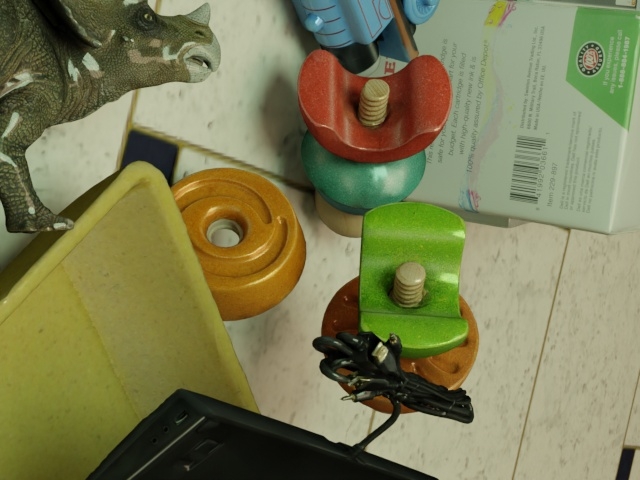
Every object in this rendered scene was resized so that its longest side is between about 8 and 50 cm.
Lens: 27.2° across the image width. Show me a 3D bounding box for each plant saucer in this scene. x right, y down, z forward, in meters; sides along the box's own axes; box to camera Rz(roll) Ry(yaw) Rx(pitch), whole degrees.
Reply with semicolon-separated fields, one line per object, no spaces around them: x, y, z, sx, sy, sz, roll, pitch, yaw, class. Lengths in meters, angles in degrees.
-0.163;0.173;0.722;0.333;0.081;0.333;-51;139;-34;plant saucer

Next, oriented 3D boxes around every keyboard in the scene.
-0.001;0.131;0.774;0.201;0.033;0.317;-40;149;11;keyboard

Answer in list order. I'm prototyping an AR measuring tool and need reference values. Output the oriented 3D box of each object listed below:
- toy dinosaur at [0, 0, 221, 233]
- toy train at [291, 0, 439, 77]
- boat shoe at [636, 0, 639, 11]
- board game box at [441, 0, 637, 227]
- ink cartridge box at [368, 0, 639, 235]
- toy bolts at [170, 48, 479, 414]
-0.187;-0.085;0.599;0.313;0.121;0.160;8;82;-52;toy dinosaur
0.017;-0.188;0.888;0.105;0.080;0.184;-50;141;-22;toy train
0.303;-0.243;1.290;0.102;0.108;0.301;27;70;-55;boat shoe
0.187;-0.174;1.134;0.224;0.097;0.303;-10;107;-55;board game box
0.138;-0.097;0.975;0.093;0.212;0.154;-6;105;-60;ink cartridge box
0.000;0.000;0.885;0.158;0.218;0.228;98;-1;-58;toy bolts
